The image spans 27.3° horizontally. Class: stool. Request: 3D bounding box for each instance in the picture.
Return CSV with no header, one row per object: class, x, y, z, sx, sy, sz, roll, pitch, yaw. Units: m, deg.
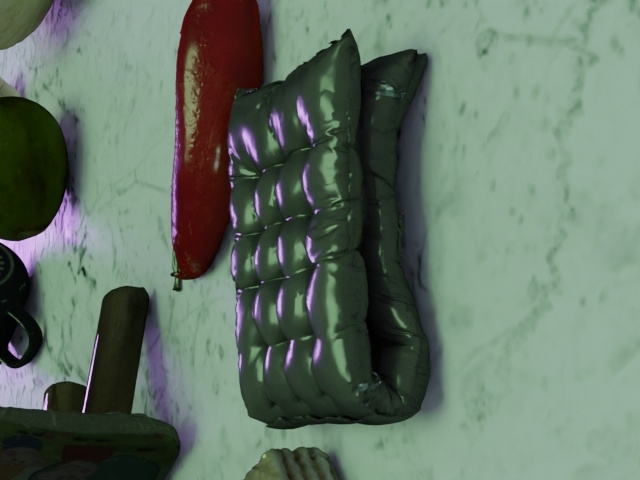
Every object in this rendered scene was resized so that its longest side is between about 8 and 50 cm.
stool,-0.351,0.207,1.506,0.310,0.310,0.226,-52,39,40

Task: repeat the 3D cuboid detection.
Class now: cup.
cup,-0.491,0.109,1.875,0.223,0.169,0.176,35,126,18

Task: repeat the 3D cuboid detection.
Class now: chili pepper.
chili pepper,-0.119,-0.127,1.365,0.137,0.092,0.368,-151,70,-67

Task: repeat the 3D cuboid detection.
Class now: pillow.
pillow,0.000,0.000,1.158,0.228,0.101,0.326,-17,72,59

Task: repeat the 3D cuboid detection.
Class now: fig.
fig,-0.423,-0.093,1.753,0.181,0.181,0.191,-34,81,51

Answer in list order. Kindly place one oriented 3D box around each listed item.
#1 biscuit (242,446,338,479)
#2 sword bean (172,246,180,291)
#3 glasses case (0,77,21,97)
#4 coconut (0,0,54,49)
biscuit,-0.086,0.377,1.273,0.426,0.079,0.144,-59,43,38
sword bean,-0.163,0.017,1.487,0.012,0.012,0.083,-10,80,57
glasses case,-0.549,-0.102,1.903,0.131,0.070,0.312,-33,26,52
coconut,-0.475,-0.400,1.777,0.329,0.329,0.328,-8,81,57
